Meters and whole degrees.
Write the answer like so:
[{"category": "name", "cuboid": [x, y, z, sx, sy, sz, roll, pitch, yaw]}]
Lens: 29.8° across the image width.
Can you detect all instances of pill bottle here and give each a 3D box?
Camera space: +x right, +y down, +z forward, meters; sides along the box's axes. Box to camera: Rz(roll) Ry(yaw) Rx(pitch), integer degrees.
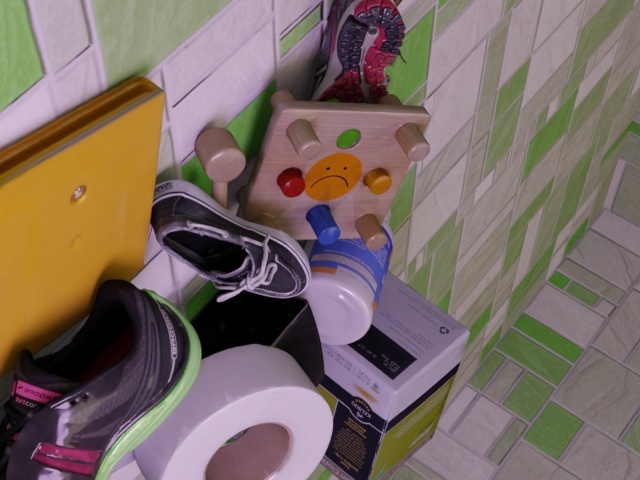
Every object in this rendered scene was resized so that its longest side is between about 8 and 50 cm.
[{"category": "pill bottle", "cuboid": [0.041, 0.032, 2.028, 0.272, 0.152, 0.152, -69, 173, -46]}]

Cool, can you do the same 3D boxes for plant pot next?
[{"category": "plant pot", "cuboid": [-0.102, 0.193, 1.932, 0.188, 0.187, 0.167, -50, 132, -22]}]

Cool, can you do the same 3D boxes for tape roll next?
[{"category": "tape roll", "cuboid": [-0.126, 0.292, 1.765, 0.286, 0.100, 0.286, -21, 135, -22]}]

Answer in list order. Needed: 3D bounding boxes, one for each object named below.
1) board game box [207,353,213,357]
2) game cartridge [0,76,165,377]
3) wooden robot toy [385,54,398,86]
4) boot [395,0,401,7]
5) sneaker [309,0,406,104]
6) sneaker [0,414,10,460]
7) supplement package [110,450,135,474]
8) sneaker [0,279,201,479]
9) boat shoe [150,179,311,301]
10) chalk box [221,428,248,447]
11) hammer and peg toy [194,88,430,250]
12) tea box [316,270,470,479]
[{"category": "board game box", "cuboid": [-0.217, 0.257, 2.046, 0.181, 0.043, 0.092, -63, 158, 13]}, {"category": "game cartridge", "cuboid": [-0.311, -0.010, 1.448, 0.285, 0.053, 0.323, -39, 155, -41]}, {"category": "wooden robot toy", "cuboid": [0.093, -0.235, 1.993, 0.173, 0.079, 0.076, -57, 160, -1]}, {"category": "boot", "cuboid": [0.111, -0.355, 1.919, 0.106, 0.037, 0.114, -38, 152, -13]}, {"category": "sneaker", "cuboid": [0.054, -0.274, 1.816, 0.121, 0.112, 0.299, 3, 142, -18]}, {"category": "sneaker", "cuboid": [-0.421, 0.305, 1.595, 0.211, 0.080, 0.081, -46, 153, -27]}, {"category": "supplement package", "cuboid": [-0.304, 0.238, 1.729, 0.105, 0.105, 0.179, -25, 142, -53]}, {"category": "sneaker", "cuboid": [-0.339, 0.246, 1.470, 0.483, 0.185, 0.202, -60, 136, -30]}, {"category": "boat shoe", "cuboid": [-0.116, 0.024, 1.668, 0.113, 0.105, 0.306, -34, 137, 16]}, {"category": "chalk box", "cuboid": [-0.162, 0.407, 2.263, 0.213, 0.132, 0.132, -23, 141, -59]}, {"category": "hammer and peg toy", "cuboid": [-0.036, -0.095, 1.773, 0.361, 0.127, 0.266, -2, 134, -28]}, {"category": "tea box", "cuboid": [0.050, 0.224, 2.177, 0.220, 0.329, 0.323, -33, 150, -37]}]
